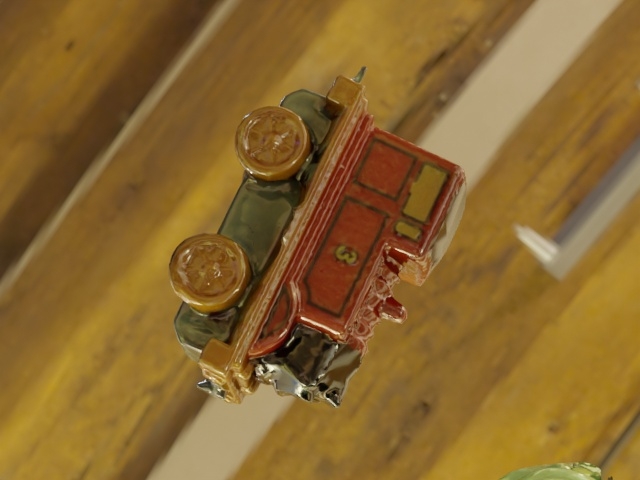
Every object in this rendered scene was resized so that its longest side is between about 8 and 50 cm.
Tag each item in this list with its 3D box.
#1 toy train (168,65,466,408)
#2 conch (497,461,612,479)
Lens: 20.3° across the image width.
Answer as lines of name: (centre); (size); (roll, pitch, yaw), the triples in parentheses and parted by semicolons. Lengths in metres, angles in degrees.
toy train: (0.000, 0.000, 1.775); (0.163, 0.231, 0.369); (76, 38, -73)
conch: (0.206, 0.273, 1.523); (0.137, 0.250, 0.143); (-13, -121, 16)
